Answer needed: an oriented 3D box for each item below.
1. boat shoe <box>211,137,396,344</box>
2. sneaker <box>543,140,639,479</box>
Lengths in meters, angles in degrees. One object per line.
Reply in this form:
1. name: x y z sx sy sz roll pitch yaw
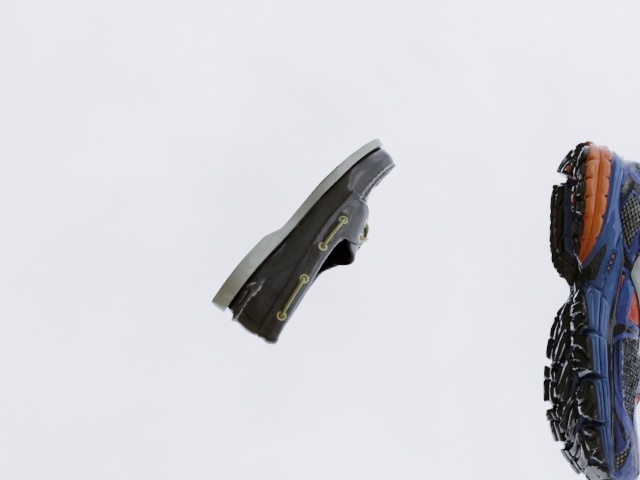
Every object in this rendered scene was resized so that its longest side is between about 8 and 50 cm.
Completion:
1. boat shoe: 0.000 0.000 1.616 0.068 0.228 0.081 41 -30 5
2. sneaker: 0.191 0.047 1.147 0.083 0.087 0.221 131 -35 -73
